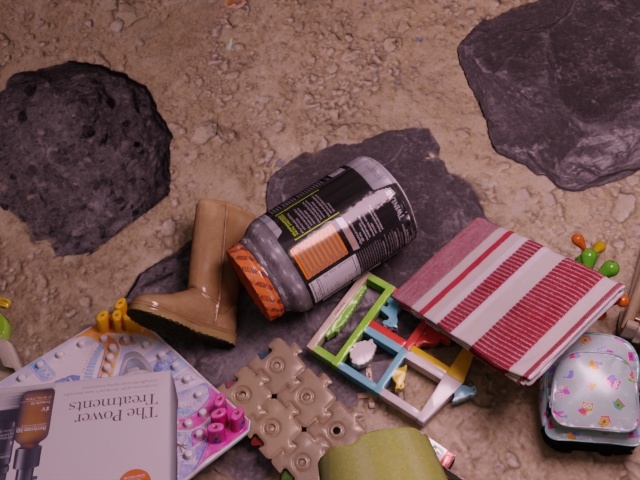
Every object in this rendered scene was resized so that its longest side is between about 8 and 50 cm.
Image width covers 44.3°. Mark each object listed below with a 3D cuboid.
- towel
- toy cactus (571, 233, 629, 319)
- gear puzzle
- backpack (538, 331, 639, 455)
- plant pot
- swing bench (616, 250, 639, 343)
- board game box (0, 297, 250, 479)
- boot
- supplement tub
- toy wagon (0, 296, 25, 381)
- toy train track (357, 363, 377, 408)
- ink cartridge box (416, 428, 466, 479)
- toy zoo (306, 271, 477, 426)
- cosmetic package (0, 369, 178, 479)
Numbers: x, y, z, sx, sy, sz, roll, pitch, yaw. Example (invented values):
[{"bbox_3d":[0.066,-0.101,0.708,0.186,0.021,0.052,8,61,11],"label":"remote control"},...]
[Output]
[{"bbox_3d":[0.306,0.091,1.327,0.237,0.037,0.329,-41,39,-14],"label":"towel"},{"bbox_3d":[0.434,0.089,1.364,0.180,0.112,0.219,-41,19,22],"label":"toy cactus"},{"bbox_3d":[-0.018,0.334,1.360,0.175,0.044,0.339,-40,68,-14],"label":"gear puzzle"},{"bbox_3d":[0.441,0.242,1.286,0.166,0.144,0.188,1,61,14],"label":"backpack"},{"bbox_3d":[0.111,0.429,1.170,0.276,0.276,0.253,-15,57,0],"label":"plant pot"},{"bbox_3d":[0.657,0.102,1.319,0.253,0.165,0.254,20,73,16],"label":"swing bench"},{"bbox_3d":[-0.384,0.299,1.312,0.390,0.050,0.390,-33,50,-30],"label":"board game box"},{"bbox_3d":[-0.233,0.046,1.450,0.089,0.236,0.269,-16,59,40],"label":"boot"},{"bbox_3d":[0.000,0.000,1.430,0.316,0.193,0.193,-31,64,-12],"label":"supplement tub"},{"bbox_3d":[-0.655,0.268,1.460,0.267,0.068,0.344,9,64,12],"label":"toy wagon"},{"bbox_3d":[0.088,0.256,1.396,0.048,0.014,0.083,-7,62,4],"label":"toy train track"},{"bbox_3d":[0.199,0.361,1.301,0.115,0.063,0.029,30,71,20],"label":"ink cartridge box"},{"bbox_3d":[0.148,0.197,1.400,0.293,0.030,0.192,30,66,20],"label":"toy zoo"},{"bbox_3d":[-0.403,0.347,1.155,0.378,0.097,0.284,-6,45,-5],"label":"cosmetic package"}]
